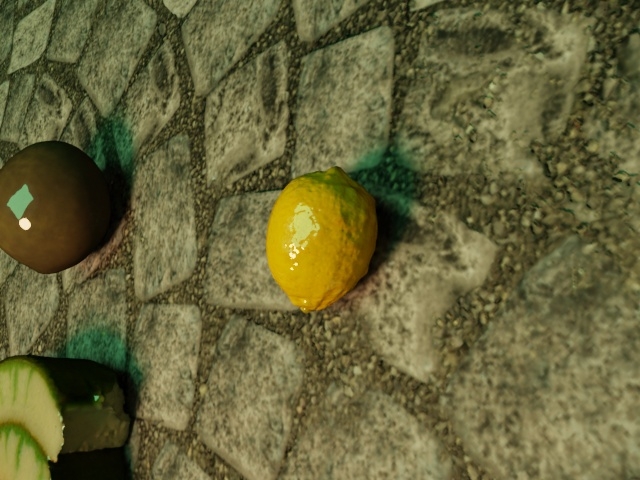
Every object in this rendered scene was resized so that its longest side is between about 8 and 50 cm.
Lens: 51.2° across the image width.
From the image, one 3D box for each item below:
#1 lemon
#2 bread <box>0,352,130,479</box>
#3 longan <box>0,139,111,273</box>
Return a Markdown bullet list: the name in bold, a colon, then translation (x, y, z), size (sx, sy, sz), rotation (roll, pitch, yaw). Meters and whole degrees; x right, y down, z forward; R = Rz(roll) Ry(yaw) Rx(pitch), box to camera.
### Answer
- **lemon**: translation (0.000, 0.000, 0.679), size (0.114, 0.114, 0.155), rotation (30, 111, 44)
- **bread**: translation (-0.396, 0.345, 0.952), size (0.382, 0.129, 0.366), rotation (-55, 50, 17)
- **longan**: translation (-0.427, -0.049, 1.056), size (0.212, 0.198, 0.198), rotation (-51, 49, 22)
